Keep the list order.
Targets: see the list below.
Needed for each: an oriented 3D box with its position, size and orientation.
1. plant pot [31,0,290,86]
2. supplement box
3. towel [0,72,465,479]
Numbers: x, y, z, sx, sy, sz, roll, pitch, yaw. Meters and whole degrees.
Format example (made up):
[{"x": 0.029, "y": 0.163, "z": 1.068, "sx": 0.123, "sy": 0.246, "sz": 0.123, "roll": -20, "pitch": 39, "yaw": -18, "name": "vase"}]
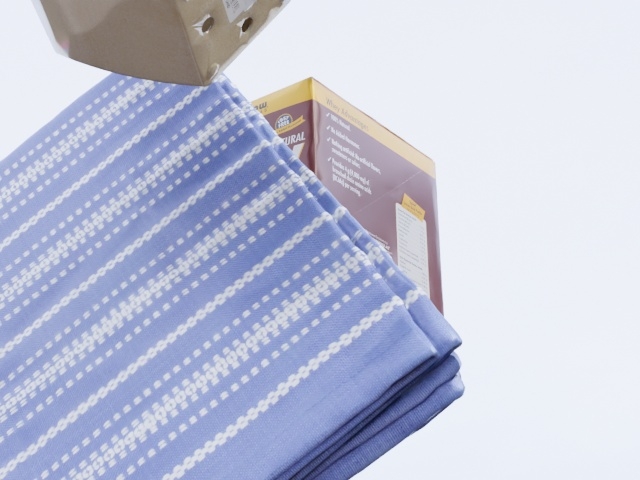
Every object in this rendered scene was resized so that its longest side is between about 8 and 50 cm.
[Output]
[{"x": -0.076, "y": -0.139, "z": 0.678, "sx": 0.096, "sy": 0.109, "sz": 0.109, "roll": 32, "pitch": -22, "yaw": 25, "name": "plant pot"}, {"x": 0.000, "y": 0.000, "z": 1.181, "sx": 0.129, "sy": 0.194, "sz": 0.191, "roll": -18, "pitch": -30, "yaw": 32, "name": "supplement box"}, {"x": -0.096, "y": 0.039, "z": 0.742, "sx": 0.243, "sy": 0.336, "sz": 0.040, "roll": -39, "pitch": -44, "yaw": -1, "name": "towel"}]
